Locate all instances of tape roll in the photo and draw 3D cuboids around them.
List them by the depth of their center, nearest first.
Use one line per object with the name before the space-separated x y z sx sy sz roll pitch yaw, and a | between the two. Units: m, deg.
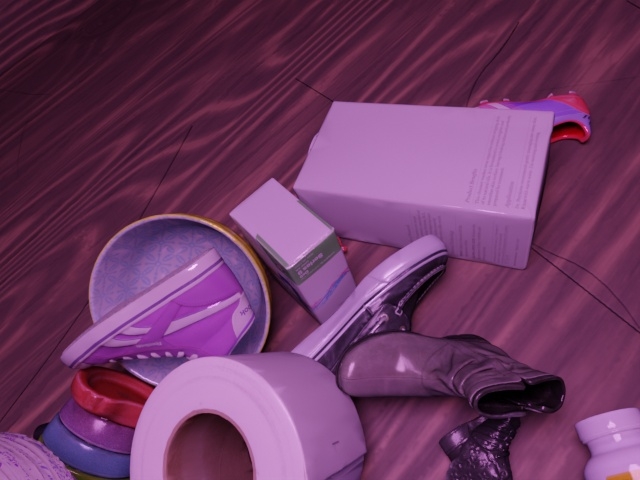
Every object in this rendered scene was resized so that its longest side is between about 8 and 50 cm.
tape roll | -0.087 0.266 0.568 0.246 0.169 0.246 -6 77 26

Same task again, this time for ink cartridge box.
ink cartridge box | -0.032 0.028 0.724 0.093 0.212 0.154 -42 55 -11

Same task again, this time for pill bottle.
pill bottle | 0.357 0.285 0.491 0.103 0.103 0.184 -17 55 8

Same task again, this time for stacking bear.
stacking bear | -0.355 0.352 0.667 0.164 0.175 0.289 11 70 55

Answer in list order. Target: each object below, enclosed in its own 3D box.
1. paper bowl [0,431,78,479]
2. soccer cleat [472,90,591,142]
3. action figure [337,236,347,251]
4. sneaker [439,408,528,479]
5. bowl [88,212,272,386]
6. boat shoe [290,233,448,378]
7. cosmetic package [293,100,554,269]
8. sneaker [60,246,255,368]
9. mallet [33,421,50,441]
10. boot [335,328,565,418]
paper bowl | -0.373 0.367 0.509 0.284 0.148 0.284 -3 80 19
soccer cleat | 0.357 -0.206 0.830 0.247 0.083 0.095 -7 61 11
action figure | 0.000 0.000 0.843 0.115 0.038 0.030 17 43 29
sneaker | 0.223 0.271 0.582 0.170 0.051 0.089 -32 54 3
bowl | -0.210 0.085 0.765 0.289 0.290 0.156 -16 12 9
boat shoe | 0.086 0.139 0.688 0.335 0.121 0.119 -45 62 1
cosmetic package | 0.172 -0.106 0.782 0.384 0.156 0.217 11 62 26
sneaker | -0.226 0.147 0.652 0.282 0.161 0.102 -29 13 11
mallet | -0.439 0.391 0.743 0.062 0.039 0.190 -22 58 8
boot | 0.153 0.166 0.557 0.246 0.161 0.084 -2 93 -14
